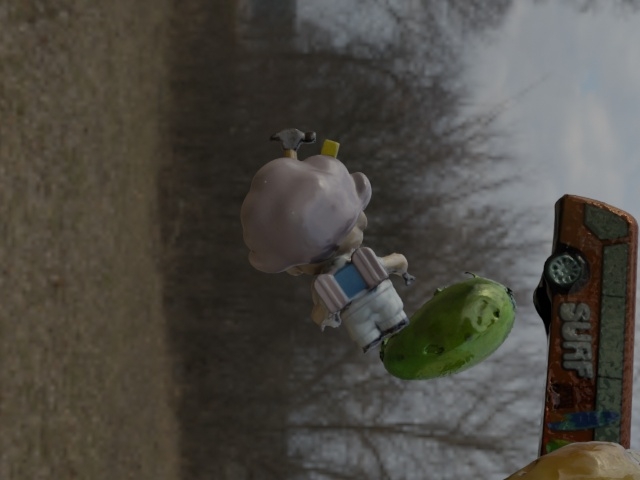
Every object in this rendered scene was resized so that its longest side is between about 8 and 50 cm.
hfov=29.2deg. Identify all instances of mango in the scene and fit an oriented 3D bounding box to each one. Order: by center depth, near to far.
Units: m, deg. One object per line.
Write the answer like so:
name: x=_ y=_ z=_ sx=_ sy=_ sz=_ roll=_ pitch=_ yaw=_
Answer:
mango: x=0.156 y=0.112 z=1.481 sx=0.100 sy=0.178 sz=0.119 roll=59 pitch=-4 yaw=-2

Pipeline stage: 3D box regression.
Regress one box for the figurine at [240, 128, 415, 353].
figurine: x=0.000 y=0.000 z=1.171 sx=0.229 sy=0.137 sz=0.112 roll=57 pitch=13 yaw=3

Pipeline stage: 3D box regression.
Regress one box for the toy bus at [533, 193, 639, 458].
toy bus: x=0.233 y=0.155 z=1.115 sx=0.093 sy=0.092 sz=0.409 roll=81 pitch=17 yaw=-65

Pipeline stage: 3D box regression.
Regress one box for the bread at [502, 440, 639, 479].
bread: x=0.070 y=0.161 z=0.372 sx=0.244 sy=0.244 sz=0.134 roll=92 pitch=-20 yaw=-46
